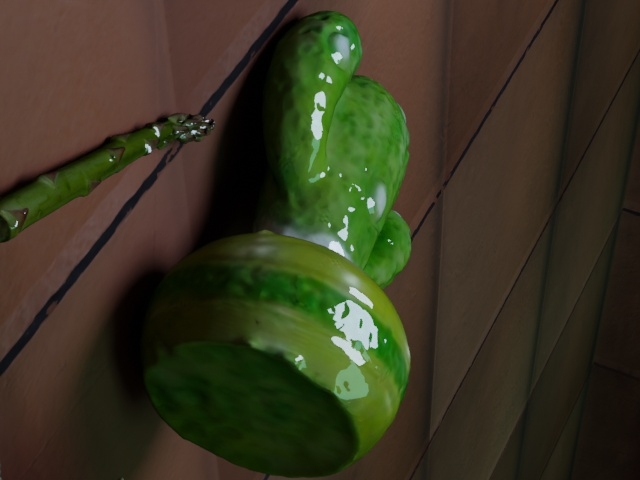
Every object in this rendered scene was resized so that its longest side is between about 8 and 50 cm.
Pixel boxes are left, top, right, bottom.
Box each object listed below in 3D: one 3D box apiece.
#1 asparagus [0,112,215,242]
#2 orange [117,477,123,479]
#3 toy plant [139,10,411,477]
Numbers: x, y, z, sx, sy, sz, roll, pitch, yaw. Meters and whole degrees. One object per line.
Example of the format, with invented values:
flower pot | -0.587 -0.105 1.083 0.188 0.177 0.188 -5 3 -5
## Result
asparagus | -0.124 -0.045 0.894 0.248 0.024 0.025 -38 150 -61
orange | -0.127 0.314 0.898 0.329 0.249 0.329 -54 159 -32
toy plant | 0.000 0.000 1.093 0.224 0.184 0.316 60 39 -44
